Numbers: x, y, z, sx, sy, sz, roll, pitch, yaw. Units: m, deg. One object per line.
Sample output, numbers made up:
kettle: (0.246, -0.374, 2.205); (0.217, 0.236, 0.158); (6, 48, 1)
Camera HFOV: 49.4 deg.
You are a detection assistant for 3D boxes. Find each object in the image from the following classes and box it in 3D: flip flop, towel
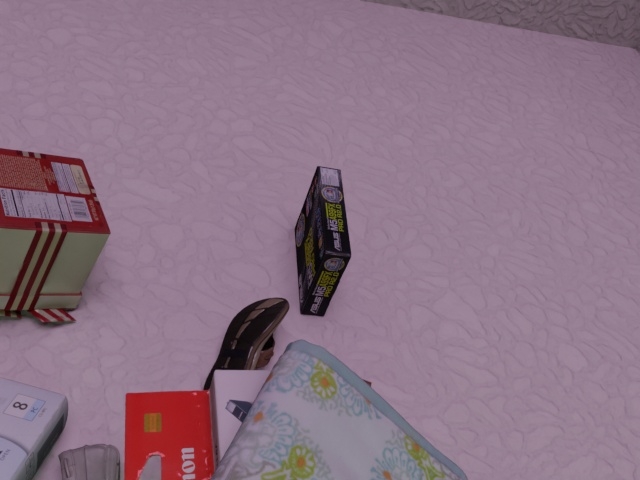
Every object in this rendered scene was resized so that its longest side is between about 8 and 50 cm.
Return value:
flip flop: (-0.143, 0.232, 1.407); (0.112, 0.080, 0.277); (-1, 50, 33)
towel: (0.046, 0.346, 0.919); (0.374, 0.090, 0.321); (40, 34, -7)

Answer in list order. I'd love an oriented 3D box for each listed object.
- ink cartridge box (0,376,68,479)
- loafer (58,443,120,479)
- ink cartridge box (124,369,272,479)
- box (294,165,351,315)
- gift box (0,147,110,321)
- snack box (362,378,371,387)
ink cartridge box: (-0.643, 0.319, 1.083); (0.384, 0.091, 0.308); (17, 30, -1)
loafer: (-0.378, 0.470, 1.087); (0.111, 0.112, 0.320); (1, 40, -12)
ink cartridge box: (-0.136, 0.323, 0.963); (0.260, 0.066, 0.296); (3, 49, -18)
box: (0.000, 0.000, 1.579); (0.060, 0.216, 0.270); (8, 47, -14)
gift box: (-0.561, 0.001, 1.357); (0.276, 0.258, 0.255); (9, 41, -39)
snack box: (0.016, 0.298, 1.442); (0.178, 0.022, 0.064); (18, 46, -3)
